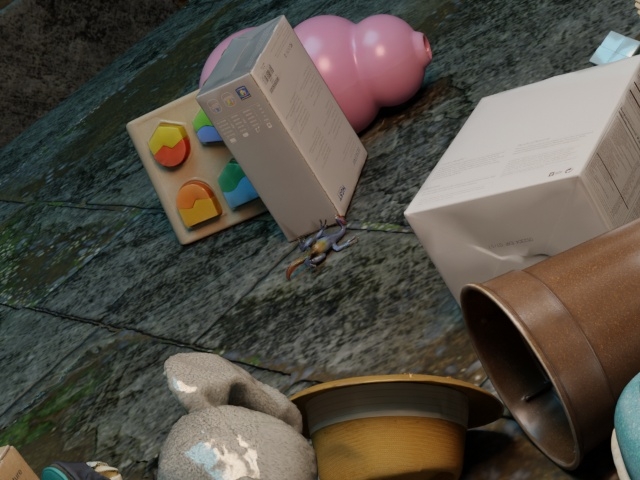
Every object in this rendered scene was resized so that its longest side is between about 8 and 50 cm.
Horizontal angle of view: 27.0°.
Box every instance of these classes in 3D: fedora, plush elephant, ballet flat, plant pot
[{"bbox_3d":[0.057,0.169,1.108,0.194,0.194,0.079,-17,62,32],"label":"fedora"},{"bbox_3d":[-0.065,0.236,0.951,0.330,0.255,0.272,-34,23,-5],"label":"plush elephant"},{"bbox_3d":[-0.227,0.264,1.362,0.074,0.074,0.203,-41,18,-19],"label":"ballet flat"},{"bbox_3d":[0.225,0.071,1.060,0.165,0.167,0.167,-28,22,-11],"label":"plant pot"}]

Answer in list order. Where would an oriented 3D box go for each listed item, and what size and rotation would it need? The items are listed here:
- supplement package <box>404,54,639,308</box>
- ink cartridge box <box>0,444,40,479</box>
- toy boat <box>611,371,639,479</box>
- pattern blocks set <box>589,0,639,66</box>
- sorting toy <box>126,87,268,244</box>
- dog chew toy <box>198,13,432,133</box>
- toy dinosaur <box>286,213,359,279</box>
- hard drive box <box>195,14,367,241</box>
[{"bbox_3d":[0.228,-0.046,1.282,0.194,0.149,0.203,-12,30,40],"label":"supplement package"},{"bbox_3d":[-0.293,0.327,1.142,0.088,0.193,0.234,-18,26,31],"label":"ink cartridge box"},{"bbox_3d":[0.233,0.163,0.854,0.318,0.148,0.267,-34,23,-3],"label":"toy boat"},{"bbox_3d":[0.453,-0.302,1.478,0.285,0.026,0.324,20,78,40],"label":"pattern blocks set"},{"bbox_3d":[-0.160,-0.108,1.855,0.208,0.193,0.038,-21,7,28],"label":"sorting toy"},{"bbox_3d":[-0.003,-0.226,1.901,0.332,0.206,0.206,-15,27,19],"label":"dog chew toy"},{"bbox_3d":[0.000,0.000,1.629,0.090,0.047,0.082,-30,2,33],"label":"toy dinosaur"},{"bbox_3d":[-0.044,-0.147,1.729,0.089,0.232,0.181,-22,24,26],"label":"hard drive box"}]
